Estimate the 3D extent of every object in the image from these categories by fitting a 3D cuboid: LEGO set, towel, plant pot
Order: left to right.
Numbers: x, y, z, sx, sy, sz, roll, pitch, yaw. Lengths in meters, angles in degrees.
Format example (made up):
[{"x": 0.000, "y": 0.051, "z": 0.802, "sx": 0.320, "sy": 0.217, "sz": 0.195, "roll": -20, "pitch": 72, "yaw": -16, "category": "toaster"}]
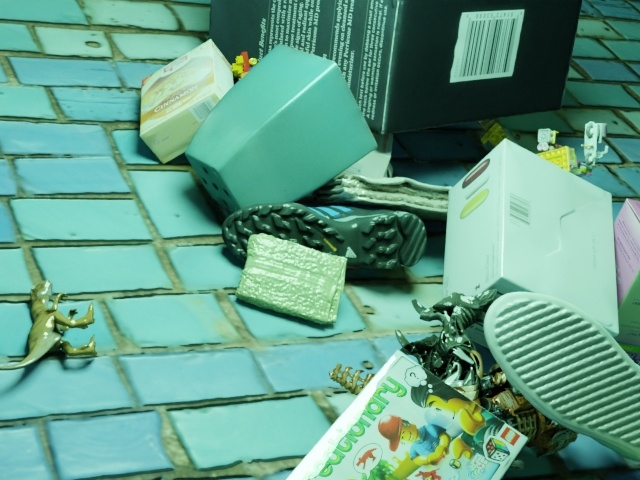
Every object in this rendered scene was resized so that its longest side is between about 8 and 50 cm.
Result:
[{"x": -0.072, "y": -0.151, "z": 1.872, "sx": 0.234, "sy": 0.165, "sz": 0.166, "roll": -41, "pitch": 36, "yaw": -17, "category": "plant pot"}, {"x": -0.040, "y": 0.055, "z": 1.736, "sx": 0.148, "sy": 0.027, "sz": 0.110, "roll": 16, "pitch": 66, "yaw": -6, "category": "towel"}, {"x": 0.137, "y": -0.066, "z": 1.949, "sx": 0.282, "sy": 0.049, "sz": 0.187, "roll": 8, "pitch": -2, "yaw": -20, "category": "towel"}, {"x": 0.405, "y": -0.170, "z": 2.285, "sx": 0.287, "sy": 0.132, "sz": 0.107, "roll": 17, "pitch": 6, "yaw": 42, "category": "LEGO set"}]

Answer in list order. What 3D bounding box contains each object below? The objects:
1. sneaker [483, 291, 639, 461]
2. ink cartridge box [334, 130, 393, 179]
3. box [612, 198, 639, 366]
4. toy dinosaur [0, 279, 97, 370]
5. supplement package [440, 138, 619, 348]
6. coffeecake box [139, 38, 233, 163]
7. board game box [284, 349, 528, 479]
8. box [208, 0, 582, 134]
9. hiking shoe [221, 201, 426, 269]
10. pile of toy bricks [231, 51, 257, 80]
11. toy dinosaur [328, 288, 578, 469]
[{"x": 0.342, "y": 0.191, "z": 1.577, "sx": 0.366, "sy": 0.135, "sz": 0.150, "roll": 37, "pitch": -9, "yaw": -10, "category": "sneaker"}, {"x": 0.057, "y": -0.138, "z": 2.059, "sx": 0.143, "sy": 0.090, "sz": 0.092, "roll": 17, "pitch": 32, "yaw": -4, "category": "ink cartridge box"}, {"x": 0.515, "y": 0.082, "z": 1.828, "sx": 0.214, "sy": 0.243, "sz": 0.117, "roll": 9, "pitch": 33, "yaw": -16, "category": "box"}, {"x": -0.334, "y": 0.121, "z": 1.508, "sx": 0.112, "sy": 0.064, "sz": 0.211, "roll": -3, "pitch": 25, "yaw": -2, "category": "toy dinosaur"}, {"x": 0.299, "y": 0.025, "z": 1.769, "sx": 0.204, "sy": 0.145, "sz": 0.262, "roll": 25, "pitch": 47, "yaw": -19, "category": "supplement package"}, {"x": -0.215, "y": -0.227, "z": 1.996, "sx": 0.068, "sy": 0.142, "sz": 0.185, "roll": 53, "pitch": 15, "yaw": -33, "category": "coffeecake box"}, {"x": 0.084, "y": 0.280, "z": 1.409, "sx": 0.193, "sy": 0.053, "sz": 0.305, "roll": 33, "pitch": 48, "yaw": 14, "category": "board game box"}, {"x": 0.131, "y": -0.405, "z": 2.201, "sx": 0.480, "sy": 0.297, "sz": 0.472, "roll": -12, "pitch": 28, "yaw": -41, "category": "box"}, {"x": 0.000, "y": 0.000, "z": 1.839, "sx": 0.304, "sy": 0.113, "sz": 0.132, "roll": 5, "pitch": 4, "yaw": -12, "category": "hiking shoe"}, {"x": -0.143, "y": -0.205, "z": 2.060, "sx": 0.105, "sy": 0.118, "sz": 0.212, "roll": -9, "pitch": 54, "yaw": -3, "category": "pile of toy bricks"}, {"x": 0.180, "y": 0.188, "z": 1.595, "sx": 0.322, "sy": 0.164, "sz": 0.218, "roll": 26, "pitch": 43, "yaw": -31, "category": "toy dinosaur"}]
